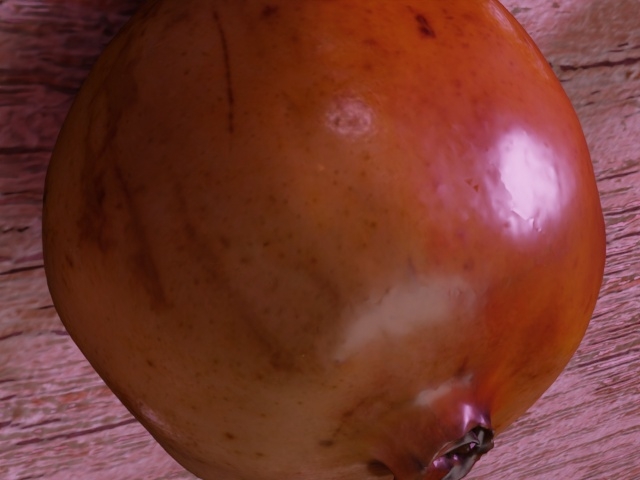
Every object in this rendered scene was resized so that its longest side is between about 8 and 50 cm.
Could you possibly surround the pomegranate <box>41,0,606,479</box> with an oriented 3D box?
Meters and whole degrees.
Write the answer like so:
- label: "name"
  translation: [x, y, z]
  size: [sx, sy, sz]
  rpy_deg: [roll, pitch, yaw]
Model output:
- label: "pomegranate"
  translation: [0.000, 0.000, 0.750]
  size: [0.264, 0.264, 0.264]
  rpy_deg: [-29, 149, -19]
